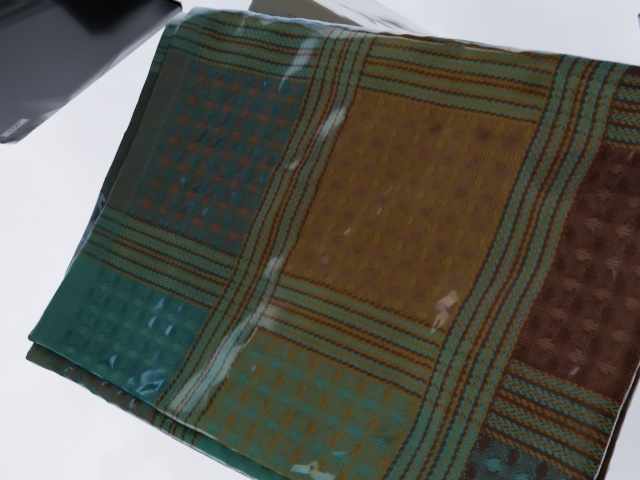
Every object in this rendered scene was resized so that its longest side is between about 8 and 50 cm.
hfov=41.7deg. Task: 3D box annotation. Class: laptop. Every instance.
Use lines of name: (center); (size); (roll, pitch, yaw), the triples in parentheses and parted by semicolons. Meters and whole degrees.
laptop: (-0.287, -0.198, 0.638); (0.234, 0.136, 0.264); (-30, -66, 26)

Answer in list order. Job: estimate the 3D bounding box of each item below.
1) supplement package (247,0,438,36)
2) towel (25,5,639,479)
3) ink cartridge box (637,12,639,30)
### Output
supplement package: (-0.021, -0.059, 0.716); (0.175, 0.177, 0.292); (28, -68, -4)
towel: (0.000, 0.000, 0.473); (0.370, 0.040, 0.271); (17, -99, 36)
ink cartridge box: (0.382, -0.196, 0.835); (0.104, 0.181, 0.061); (-45, -123, 3)
